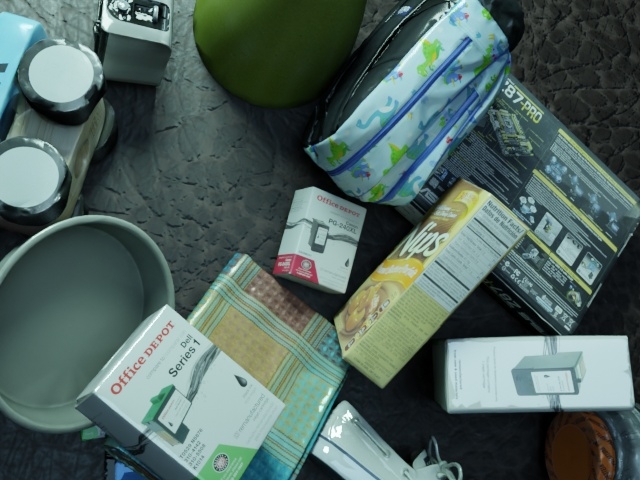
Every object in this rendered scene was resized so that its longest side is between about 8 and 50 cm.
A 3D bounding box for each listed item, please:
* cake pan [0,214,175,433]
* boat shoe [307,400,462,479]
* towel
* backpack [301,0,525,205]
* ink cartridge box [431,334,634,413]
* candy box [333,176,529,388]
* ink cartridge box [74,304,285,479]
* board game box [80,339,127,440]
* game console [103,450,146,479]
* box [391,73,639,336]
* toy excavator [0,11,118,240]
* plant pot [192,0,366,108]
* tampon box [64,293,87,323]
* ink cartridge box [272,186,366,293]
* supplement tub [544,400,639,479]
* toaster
[{"bbox_3d":[-0.325,0.108,0.986,0.293,0.054,0.293,-17,112,-47],"label":"cake pan"},{"bbox_3d":[0.154,0.385,1.184,0.367,0.136,0.156,39,69,1],"label":"boat shoe"},{"bbox_3d":[-0.112,0.224,1.100,0.271,0.040,0.370,39,54,-10],"label":"towel"},{"bbox_3d":[0.132,-0.230,1.186,0.355,0.290,0.273,-38,110,-12],"label":"backpack"},{"bbox_3d":[0.324,0.209,1.176,0.273,0.198,0.114,-1,82,2],"label":"ink cartridge box"},{"bbox_3d":[0.157,0.057,1.135,0.087,0.183,0.316,39,97,-11],"label":"candy box"},{"bbox_3d":[-0.183,0.217,0.976,0.219,0.092,0.160,42,52,-10],"label":"ink cartridge box"},{"bbox_3d":[-0.262,0.213,1.112,0.201,0.035,0.136,-7,84,-19],"label":"board game box"},{"bbox_3d":[-0.240,0.331,1.080,0.144,0.124,0.085,2,55,-18],"label":"game console"},{"bbox_3d":[0.360,-0.064,1.320,0.395,0.097,0.318,40,74,-11],"label":"box"},{"bbox_3d":[-0.507,-0.240,1.022,0.445,0.222,0.432,16,76,-7],"label":"toy excavator"},{"bbox_3d":[-0.038,-0.380,1.134,0.275,0.293,0.274,3,81,-18],"label":"plant pot"},{"bbox_3d":[-0.428,0.108,1.038,0.120,0.101,0.161,41,72,-9],"label":"tampon box"},{"bbox_3d":[0.000,0.000,1.205,0.109,0.063,0.150,21,76,-26],"label":"ink cartridge box"},{"bbox_3d":[0.564,0.376,1.275,0.316,0.193,0.193,8,80,-17],"label":"supplement tub"},{"bbox_3d":[-0.285,-0.335,1.118,0.110,0.186,0.168,7,72,-20],"label":"toaster"}]
